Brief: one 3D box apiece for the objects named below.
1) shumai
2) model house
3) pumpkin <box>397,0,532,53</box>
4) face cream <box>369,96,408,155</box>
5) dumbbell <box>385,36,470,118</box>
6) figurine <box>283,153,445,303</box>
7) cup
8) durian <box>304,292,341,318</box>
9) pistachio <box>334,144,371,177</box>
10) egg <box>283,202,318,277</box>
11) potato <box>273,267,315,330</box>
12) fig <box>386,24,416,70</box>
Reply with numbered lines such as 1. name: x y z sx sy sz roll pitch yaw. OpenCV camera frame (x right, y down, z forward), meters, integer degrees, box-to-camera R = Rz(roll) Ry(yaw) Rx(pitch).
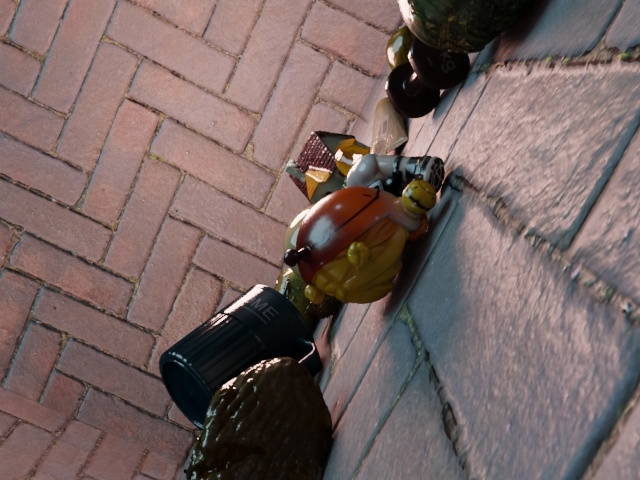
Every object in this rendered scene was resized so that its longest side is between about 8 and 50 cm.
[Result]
1. shumai: -0.128 0.383 1.266 0.283 0.217 0.346 128 164 -61
2. model house: 0.014 -0.241 2.453 0.280 0.249 0.230 -57 10 49
3. pumpkin: 0.265 -0.486 1.300 0.291 0.257 0.327 -46 8 31
4. face cream: 0.194 -0.318 2.047 0.137 0.084 0.341 -33 22 23
5. dumbbell: 0.239 -0.378 1.629 0.124 0.140 0.225 -23 -4 -15
6. figurine: 0.074 -0.017 1.283 0.320 0.196 0.323 -48 6 48
7. cup: -0.174 0.295 1.643 0.292 0.308 0.242 -33 -31 -36
8. durian: 0.014 0.146 1.712 0.110 0.071 0.140 -59 -10 -4
9. pistachio: 0.122 -0.220 2.088 0.189 0.100 0.110 19 101 46
10. egg: 0.000 0.000 1.893 0.241 0.186 0.186 -57 -1 -45
11. potato: -0.072 0.176 1.967 0.169 0.143 0.248 60 -133 -67
12. fig: 0.278 -0.518 2.144 0.151 0.151 0.259 134 134 -71
